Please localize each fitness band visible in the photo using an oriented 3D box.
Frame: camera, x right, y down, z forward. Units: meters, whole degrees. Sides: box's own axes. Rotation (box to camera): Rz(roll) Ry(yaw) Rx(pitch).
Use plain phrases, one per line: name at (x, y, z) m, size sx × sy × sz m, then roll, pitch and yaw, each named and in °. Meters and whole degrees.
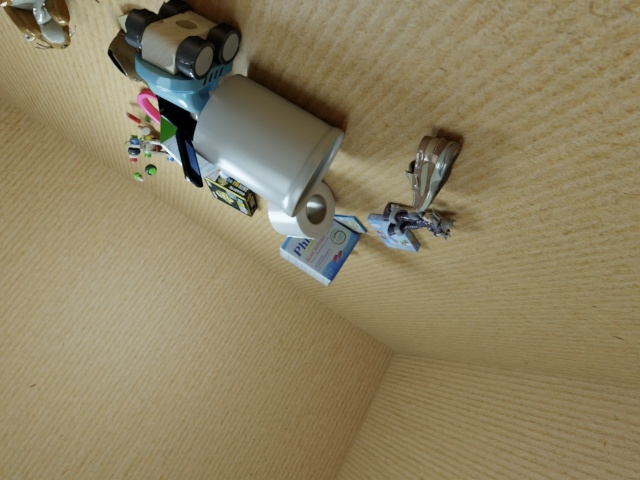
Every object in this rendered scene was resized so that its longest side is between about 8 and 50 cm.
fitness band at (-0.707, -0.564, 1.993) m, size 0.209 × 0.054 × 0.291 m, roll 9°, pitch 151°, yaw 48°

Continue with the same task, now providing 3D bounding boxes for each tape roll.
tape roll at (-0.077, -0.135, 1.843) m, size 0.169 × 0.246 × 0.246 m, roll 6°, pitch 150°, yaw 41°

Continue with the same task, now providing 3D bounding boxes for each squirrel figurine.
squirrel figurine at (-1.022, -0.858, 1.488) m, size 0.397 × 0.281 × 0.370 m, roll 45°, pitch 172°, yaw 1°

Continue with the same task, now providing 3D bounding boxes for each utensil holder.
utensil holder at (-0.167, -0.312, 1.425) m, size 0.385 × 0.327 × 0.327 m, roll 32°, pitch 161°, yaw 1°

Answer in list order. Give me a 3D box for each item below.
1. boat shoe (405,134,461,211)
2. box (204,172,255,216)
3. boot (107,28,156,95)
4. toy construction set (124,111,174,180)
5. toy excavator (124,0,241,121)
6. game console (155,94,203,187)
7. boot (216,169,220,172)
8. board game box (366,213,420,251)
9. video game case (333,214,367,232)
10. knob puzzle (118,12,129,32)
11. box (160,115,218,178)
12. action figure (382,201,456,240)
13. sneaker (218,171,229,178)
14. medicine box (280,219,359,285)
boat shoe at (0.321, -0.204, 1.310) m, size 0.116 × 0.123 × 0.324 m, roll 33°, pitch 156°, yaw 14°
box at (-0.483, -0.257, 2.368) m, size 0.257 × 0.079 × 0.322 m, roll 27°, pitch 167°, yaw 4°
boot at (-0.703, -0.648, 1.681) m, size 0.112 × 0.115 × 0.305 m, roll 19°, pitch 160°, yaw 25°
toy construction set at (-0.914, -0.517, 2.221) m, size 0.237 × 0.257 × 0.308 m, roll 33°, pitch 145°, yaw 34°
toy excavator at (-0.400, -0.500, 1.383) m, size 0.222 × 0.433 × 0.445 m, roll 29°, pitch 133°, yaw 4°
game console at (-0.447, -0.335, 1.466) m, size 0.044 × 0.361 × 0.213 m, roll -23°, pitch 158°, yaw 12°
boot at (-0.453, -0.378, 2.007) m, size 0.085 × 0.059 × 0.158 m, roll 18°, pitch 126°, yaw 6°
board game box at (0.313, -0.032, 1.858) m, size 0.160 × 0.039 × 0.211 m, roll 11°, pitch 154°, yaw 44°
video game case at (0.127, -0.080, 2.050) m, size 0.166 × 0.015 × 0.119 m, roll 10°, pitch 153°, yaw 47°
knob puzzle at (-0.603, -0.709, 1.501) m, size 0.213 × 0.030 × 0.213 m, roll 27°, pitch 162°, yaw 10°
box at (-0.539, -0.416, 1.793) m, size 0.231 × 0.127 × 0.262 m, roll 51°, pitch -166°, yaw -46°
action figure at (0.365, -0.074, 1.598) m, size 0.285 × 0.099 × 0.185 m, roll 6°, pitch 143°, yaw 43°
sneaker at (-0.481, -0.390, 2.096) m, size 0.081 × 0.080 × 0.211 m, roll -10°, pitch 142°, yaw 21°
medicine box at (-0.006, 0.028, 2.096) m, size 0.289 × 0.263 × 0.149 m, roll 33°, pitch 165°, yaw 3°
